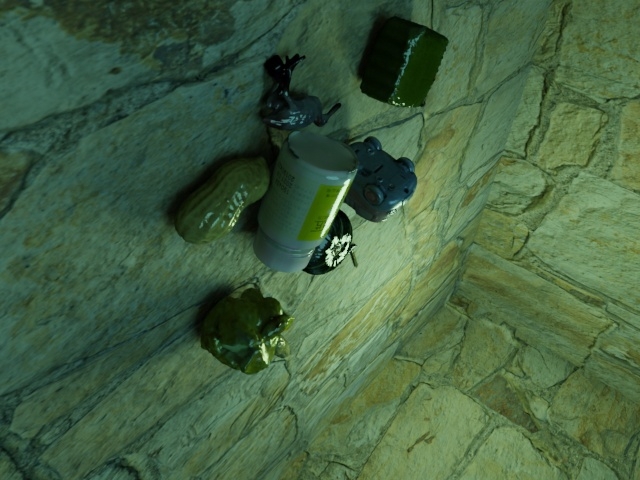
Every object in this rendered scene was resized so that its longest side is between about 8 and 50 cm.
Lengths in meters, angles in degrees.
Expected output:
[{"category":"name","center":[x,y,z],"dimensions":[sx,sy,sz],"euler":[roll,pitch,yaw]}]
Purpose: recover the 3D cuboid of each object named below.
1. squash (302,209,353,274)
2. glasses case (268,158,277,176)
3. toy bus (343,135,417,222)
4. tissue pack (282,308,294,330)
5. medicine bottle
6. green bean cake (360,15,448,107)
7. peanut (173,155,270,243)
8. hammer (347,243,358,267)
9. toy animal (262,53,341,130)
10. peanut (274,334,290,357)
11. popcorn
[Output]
[{"category":"squash","center":[0.000,0.000,1.673],"dimensions":[0.252,0.165,0.252],"euler":[-34,141,-34]},{"category":"glasses case","center":[-0.123,-0.218,1.400],"dimensions":[0.083,0.032,0.021],"euler":[-50,149,-13]},{"category":"toy bus","center":[0.166,-0.182,1.621],"dimensions":[0.197,0.294,0.231],"euler":[-43,159,-29]},{"category":"tissue pack","center":[-0.183,0.277,1.746],"dimensions":[0.062,0.095,0.176],"euler":[-60,152,4]},{"category":"medicine bottle","center":[-0.057,-0.103,1.371],"dimensions":[0.214,0.213,0.378],"euler":[-23,148,-45]},{"category":"green bean cake","center":[0.258,-0.552,1.512],"dimensions":[0.250,0.156,0.246],"euler":[-16,133,-50]},{"category":"peanut","center":[-0.242,-0.110,1.237],"dimensions":[0.305,0.147,0.147],"euler":[-51,151,-20]},{"category":"hammer","center":[0.149,0.071,2.126],"dimensions":[0.062,0.017,0.182],"euler":[-48,152,-14]},{"category":"toy animal","center":[-0.051,-0.359,1.306],"dimensions":[0.195,0.090,0.324],"euler":[-57,149,2]},{"category":"peanut","center":[-0.168,0.429,1.943],"dimensions":[0.080,0.080,0.174],"euler":[-48,150,-15]},{"category":"popcorn","center":[-0.240,0.278,1.532],"dimensions":[0.276,0.226,0.276],"euler":[-29,129,-43]}]
